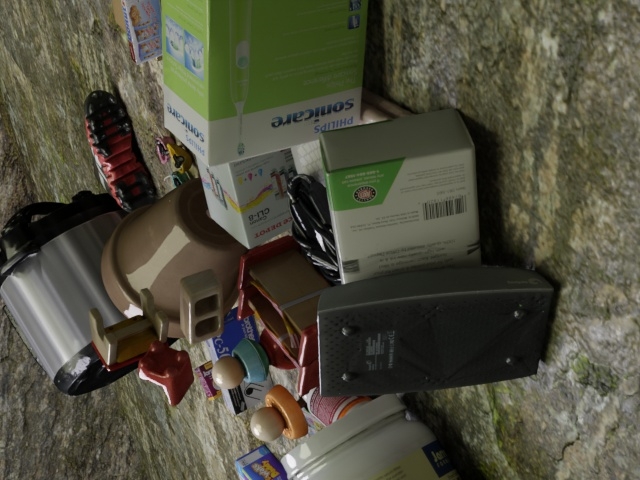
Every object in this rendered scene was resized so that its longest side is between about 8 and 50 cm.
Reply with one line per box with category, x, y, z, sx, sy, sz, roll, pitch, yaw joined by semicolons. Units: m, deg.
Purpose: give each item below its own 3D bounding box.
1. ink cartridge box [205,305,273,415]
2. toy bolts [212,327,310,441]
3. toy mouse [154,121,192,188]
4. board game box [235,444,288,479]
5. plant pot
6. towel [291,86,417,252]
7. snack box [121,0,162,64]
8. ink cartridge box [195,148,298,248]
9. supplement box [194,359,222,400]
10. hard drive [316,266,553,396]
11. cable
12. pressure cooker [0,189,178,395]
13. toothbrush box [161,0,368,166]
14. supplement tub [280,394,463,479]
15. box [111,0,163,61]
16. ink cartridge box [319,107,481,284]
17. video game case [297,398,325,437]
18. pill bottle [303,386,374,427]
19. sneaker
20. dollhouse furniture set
ink cartridge box;-0.163;0.239;2.200;0.046;0.097;0.207;31;141;54
toy bolts;-0.095;0.225;1.948;0.228;0.158;0.218;33;143;52
toy mouse;-0.279;-0.148;2.124;0.161;0.031;0.143;59;157;12
board game box;-0.075;0.663;2.493;0.233;0.078;0.347;39;147;47
plant pot;-0.228;0.009;1.952;0.263;0.263;0.229;58;138;14
towel;0.060;-0.051;1.444;0.317;0.053;0.331;37;147;48
snack box;-0.301;-0.385;1.869;0.022;0.064;0.178;44;151;37
ink cartridge box;-0.099;-0.104;1.638;0.127;0.128;0.176;38;148;47
supplement box;-0.245;0.318;2.528;0.083;0.055;0.043;63;157;1
hard drive;0.122;0.101;1.231;0.172;0.255;0.054;88;175;-46
cable;0.000;0.000;1.507;0.184;0.047;0.150;60;160;7
pressure cooker;-0.522;0.090;2.480;0.420;0.375;0.370;56;156;10
toothbrush box;-0.062;-0.249;1.234;0.122;0.206;0.283;40;138;45
supplement tub;0.108;0.409;1.591;0.325;0.235;0.235;59;158;13
box;-0.334;-0.437;1.945;0.164;0.021;0.201;47;152;37
ink cartridge box;0.092;-0.021;1.236;0.092;0.160;0.219;-102;3;-54
video game case;0.011;0.386;2.080;0.119;0.015;0.166;22;133;60
pill bottle;0.033;0.272;1.811;0.152;0.086;0.086;34;143;51
sneaker;-0.450;-0.193;2.368;0.135;0.098;0.276;21;134;57
dollhouse furniture set;-0.140;0.156;1.695;0.201;0.374;0.152;50;150;36
